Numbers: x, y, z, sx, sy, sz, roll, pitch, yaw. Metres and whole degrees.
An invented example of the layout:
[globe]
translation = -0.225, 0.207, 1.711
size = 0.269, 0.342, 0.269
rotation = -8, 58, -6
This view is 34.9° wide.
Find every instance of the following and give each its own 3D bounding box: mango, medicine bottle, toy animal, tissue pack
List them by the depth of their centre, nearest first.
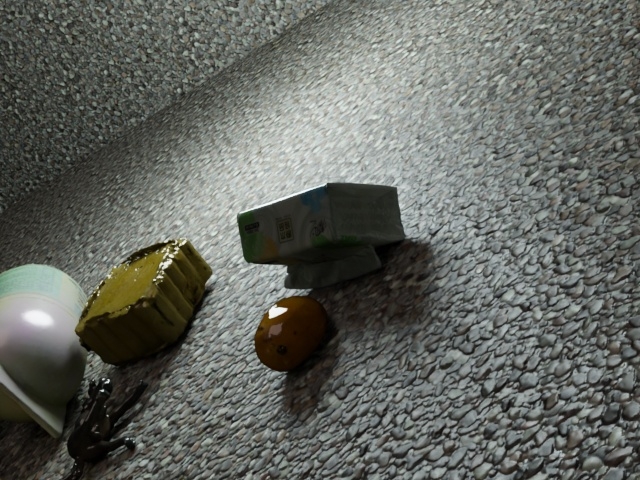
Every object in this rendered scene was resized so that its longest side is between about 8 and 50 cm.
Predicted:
[mango]
translation = -0.043, 0.125, 1.512
size = 0.105, 0.084, 0.159
rotation = -24, 26, 24
[tissue pack]
translation = 0.000, 0.000, 1.623
size = 0.159, 0.145, 0.229
rotation = 0, -10, -42
[toy animal]
translation = -0.371, 0.312, 1.724
size = 0.148, 0.084, 0.232
rotation = -49, 22, 28
[medicine bottle]
translation = -0.578, 0.220, 2.005
size = 0.236, 0.236, 0.406
rotation = -39, 21, 3

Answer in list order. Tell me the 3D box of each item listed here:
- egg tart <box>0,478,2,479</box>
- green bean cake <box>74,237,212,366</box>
[egg tart]
translation = -0.602, 0.452, 1.679
size = 0.215, 0.171, 0.215
rotation = -31, 8, 5
[green bean cake]
translation = -0.336, 0.119, 1.950
size = 0.230, 0.131, 0.224
rotation = -22, 30, 33
